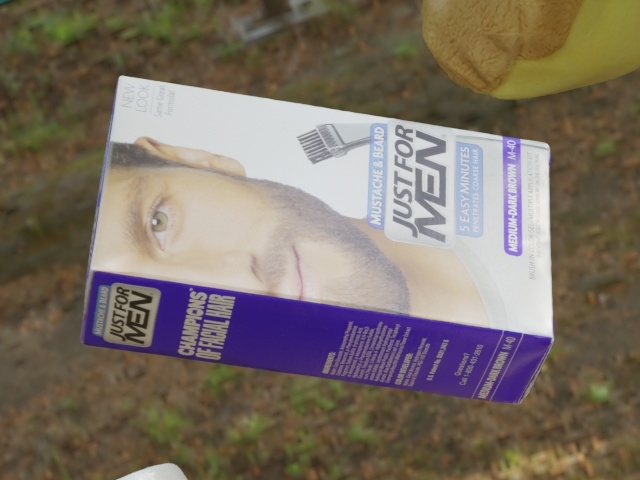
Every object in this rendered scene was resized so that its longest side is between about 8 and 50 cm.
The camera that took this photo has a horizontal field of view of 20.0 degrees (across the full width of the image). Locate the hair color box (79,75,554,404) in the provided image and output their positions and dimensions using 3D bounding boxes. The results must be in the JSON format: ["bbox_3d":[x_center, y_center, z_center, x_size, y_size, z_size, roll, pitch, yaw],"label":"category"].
[{"bbox_3d":[0.000,0.000,1.361,0.339,0.110,0.185,7,54,-6],"label":"hair color box"}]

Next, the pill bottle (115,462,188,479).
[{"bbox_3d":[-0.055,0.260,0.882,0.162,0.278,0.162,-31,-14,-8],"label":"pill bottle"}]

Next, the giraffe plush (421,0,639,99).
[{"bbox_3d":[0.112,-0.134,0.492,0.181,0.210,0.170,-60,5,-30],"label":"giraffe plush"}]
